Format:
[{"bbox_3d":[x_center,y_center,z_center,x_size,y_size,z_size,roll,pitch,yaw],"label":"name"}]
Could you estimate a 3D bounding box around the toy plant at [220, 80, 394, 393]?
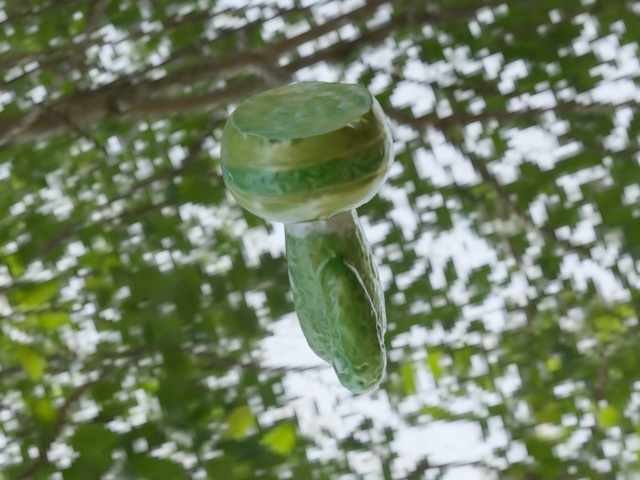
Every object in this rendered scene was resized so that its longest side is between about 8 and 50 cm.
[{"bbox_3d":[0.000,0.000,1.934,0.184,0.224,0.316,-15,-66,-12],"label":"toy plant"}]
